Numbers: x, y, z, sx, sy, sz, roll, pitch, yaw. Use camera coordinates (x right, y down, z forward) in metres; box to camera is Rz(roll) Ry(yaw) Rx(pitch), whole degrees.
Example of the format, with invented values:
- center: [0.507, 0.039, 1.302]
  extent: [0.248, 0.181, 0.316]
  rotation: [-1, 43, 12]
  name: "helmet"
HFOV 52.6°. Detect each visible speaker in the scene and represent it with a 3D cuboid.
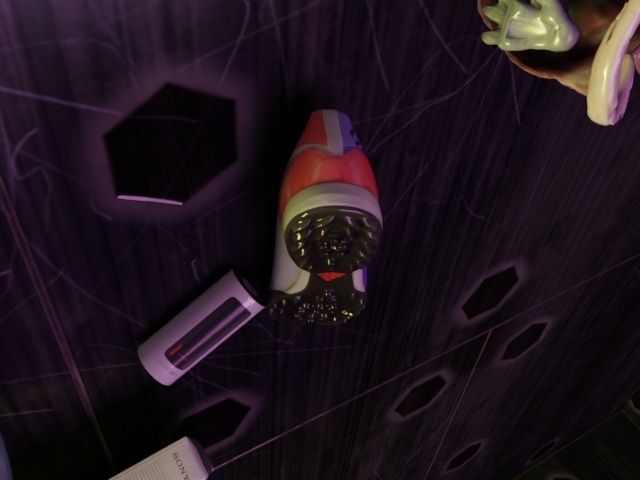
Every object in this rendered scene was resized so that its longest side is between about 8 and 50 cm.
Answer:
- center: [-0.127, 0.092, 0.688]
  extent: [0.136, 0.055, 0.055]
  rotation: [-39, 146, 3]
  name: "speaker"

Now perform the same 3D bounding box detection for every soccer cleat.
- center: [0.000, 0.000, 0.662]
  extent: [0.108, 0.117, 0.318]
  rotation: [1, 154, -5]
  name: "soccer cleat"

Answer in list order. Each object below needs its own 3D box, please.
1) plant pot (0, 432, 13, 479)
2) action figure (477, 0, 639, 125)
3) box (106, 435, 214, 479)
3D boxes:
- center: [-0.325, 0.177, 0.453]
  extent: [0.165, 0.165, 0.234]
  rotation: [-32, 158, -53]
  name: "plant pot"
- center: [0.312, -0.244, 0.525]
  extent: [0.369, 0.276, 0.248]
  rotation: [-1, 127, -23]
  name: "action figure"
- center: [-0.282, 0.334, 0.758]
  extent: [0.321, 0.059, 0.232]
  rotation: [-26, 167, -15]
  name: "box"
